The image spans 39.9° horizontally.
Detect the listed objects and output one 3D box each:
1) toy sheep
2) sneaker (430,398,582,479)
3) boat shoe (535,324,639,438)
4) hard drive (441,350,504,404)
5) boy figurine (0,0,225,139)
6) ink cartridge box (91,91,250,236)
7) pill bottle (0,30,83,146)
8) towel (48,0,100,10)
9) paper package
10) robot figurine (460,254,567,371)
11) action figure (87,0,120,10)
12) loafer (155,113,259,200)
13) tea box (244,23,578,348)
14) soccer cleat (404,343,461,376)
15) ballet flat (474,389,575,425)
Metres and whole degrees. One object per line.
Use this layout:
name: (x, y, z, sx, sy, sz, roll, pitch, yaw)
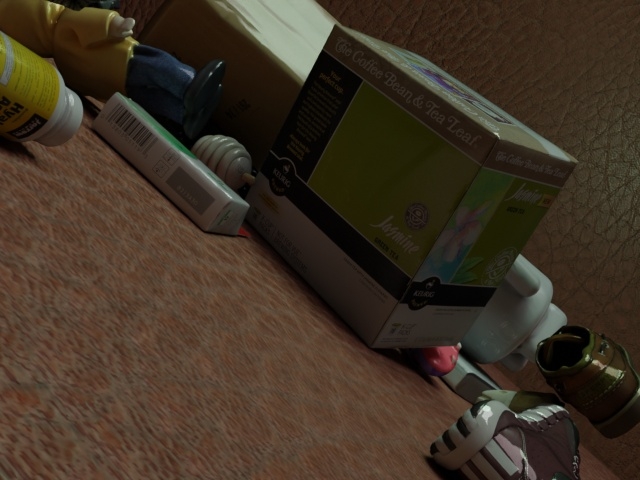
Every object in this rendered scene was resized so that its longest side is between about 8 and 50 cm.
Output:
toy sheep: (-0.138, -0.106, 1.256, 0.132, 0.091, 0.091, 22, -7, 32)
sneaker: (0.222, 0.248, 0.859, 0.281, 0.106, 0.162, 17, 27, -54)
boat shoe: (0.343, 0.156, 1.159, 0.104, 0.111, 0.307, 45, 2, -1)
hard drive: (0.195, 0.178, 1.604, 0.233, 0.047, 0.353, 36, 7, -47)
boy figurine: (-0.262, -0.224, 1.085, 0.285, 0.092, 0.177, 26, -27, 7)
ink cartridge box: (-0.158, -0.082, 1.058, 0.181, 0.056, 0.225, 42, 6, 7)
pill bottle: (-0.222, -0.108, 0.622, 0.065, 0.065, 0.116, 43, 5, 26)
towel: (-0.320, -0.307, 0.588, 0.324, 0.056, 0.312, -6, 73, -55)
paper package: (-0.137, -0.285, 1.447, 0.309, 0.168, 0.325, 40, -35, -14)
robot figurine: (0.268, 0.080, 1.573, 0.353, 0.199, 0.300, 40, -32, -4)
action figure: (-0.405, -0.383, 1.537, 0.185, 0.099, 0.285, 22, -17, 40)
loafer: (-0.180, -0.146, 1.403, 0.223, 0.076, 0.078, 44, -3, -26)
tea box: (0.111, -0.074, 1.241, 0.220, 0.323, 0.329, 5, 31, -47)
soccer cleat: (0.155, 0.151, 1.383, 0.083, 0.095, 0.248, 36, 20, -17)
ballet flat: (0.281, 0.257, 1.238, 0.124, 0.116, 0.342, 22, -3, 23)
